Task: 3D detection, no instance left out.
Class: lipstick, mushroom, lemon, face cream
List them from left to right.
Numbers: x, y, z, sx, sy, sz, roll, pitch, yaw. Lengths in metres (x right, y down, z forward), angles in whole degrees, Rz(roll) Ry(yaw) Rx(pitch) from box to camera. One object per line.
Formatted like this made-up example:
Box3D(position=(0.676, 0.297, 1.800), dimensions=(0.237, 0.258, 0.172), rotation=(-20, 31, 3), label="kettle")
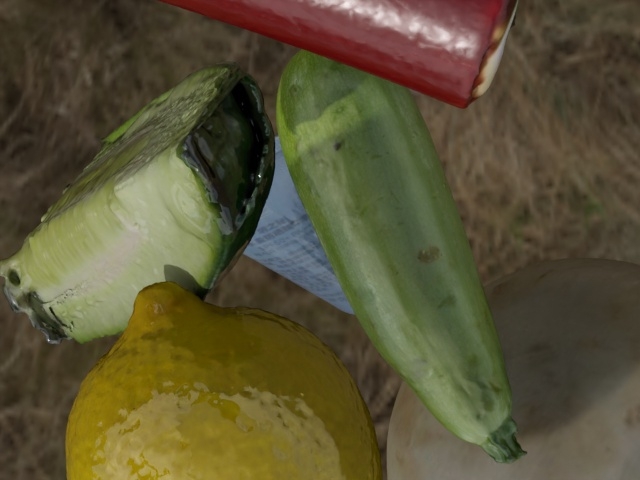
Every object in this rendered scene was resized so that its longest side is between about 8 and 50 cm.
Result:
Box3D(position=(-0.057, 0.139, 1.120), dimensions=(0.187, 0.187, 0.244), rotation=(-22, 98, 16), label="lemon")
Box3D(position=(-0.037, -0.124, 0.743), dimensions=(0.241, 0.080, 0.080), rotation=(18, 124, 4), label="lipstick")
Box3D(position=(0.000, 0.000, 1.690), dimensions=(0.136, 0.086, 0.385), rotation=(-25, 151, 19), label="face cream")
Box3D(position=(0.244, 0.199, 1.706), dimensions=(0.362, 0.362, 0.294), rotation=(-23, 145, 16), label="mushroom")

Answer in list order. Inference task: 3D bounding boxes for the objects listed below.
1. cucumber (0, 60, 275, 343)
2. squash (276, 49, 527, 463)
Box3D(position=(-0.093, -0.023, 1.170), dimensions=(0.105, 0.145, 0.325), rotation=(40, 154, -11), label="cucumber")
Box3D(position=(0.063, 0.011, 1.476), dimensions=(0.118, 0.118, 0.370), rotation=(-23, 87, 16), label="squash")
